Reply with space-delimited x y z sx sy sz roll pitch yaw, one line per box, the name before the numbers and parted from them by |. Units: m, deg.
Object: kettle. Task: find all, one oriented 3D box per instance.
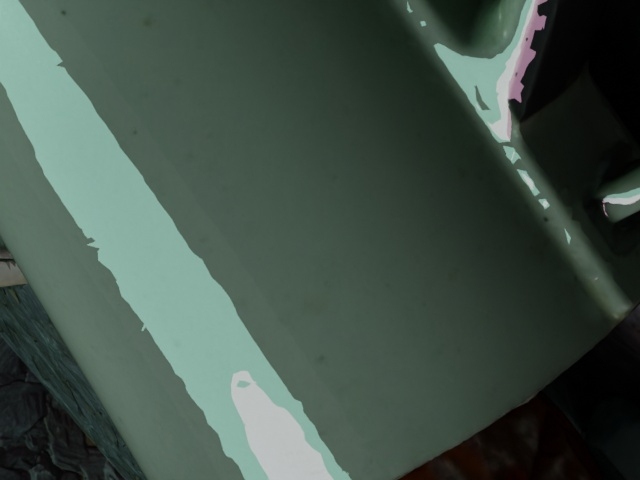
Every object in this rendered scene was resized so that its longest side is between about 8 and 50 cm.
kettle | -0.022 -0.114 0.578 0.361 0.250 0.377 -26 99 50

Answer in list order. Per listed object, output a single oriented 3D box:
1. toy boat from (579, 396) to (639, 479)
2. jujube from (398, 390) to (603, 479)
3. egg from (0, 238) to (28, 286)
toy boat | 0.195 0.180 0.822 0.208 0.079 0.134 61 154 8
jujube | 0.041 0.137 0.793 0.255 0.190 0.190 29 150 47
egg | -0.206 -0.113 0.911 0.286 0.264 0.174 53 166 -4
